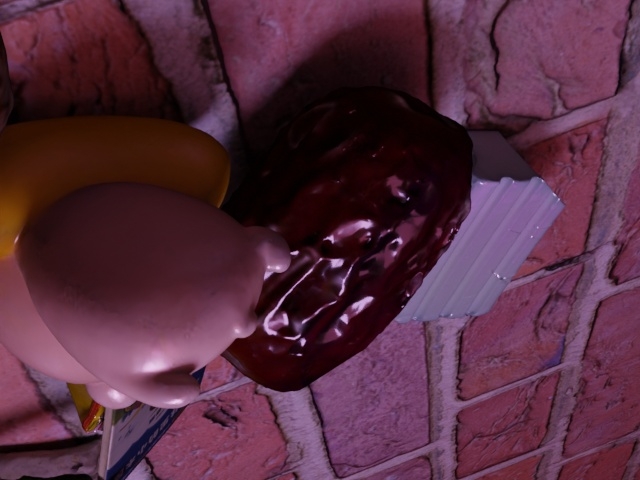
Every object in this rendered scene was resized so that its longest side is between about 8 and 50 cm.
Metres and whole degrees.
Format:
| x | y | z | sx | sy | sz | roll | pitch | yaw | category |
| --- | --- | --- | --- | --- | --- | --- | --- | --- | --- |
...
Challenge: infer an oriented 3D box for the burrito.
| x | y | z | sx | sy | sz | roll | pitch | yaw | category |
| --- | --- | --- | --- | --- | --- | --- | --- | --- | --- |
| -0.401 | 0.333 | 1.442 | 0.226 | 0.087 | 0.060 | -5 | 151 | -33 | burrito |

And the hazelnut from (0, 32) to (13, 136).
| x | y | z | sx | sy | sz | roll | pitch | yaw | category |
| --- | --- | --- | --- | --- | --- | --- | --- | --- | --- |
| -0.344 | -0.112 | 0.769 | 0.181 | 0.181 | 0.212 | 21 | 115 | -4 | hazelnut |

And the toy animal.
| x | y | z | sx | sy | sz | roll | pitch | yaw | category |
| --- | --- | --- | --- | --- | --- | --- | --- | --- | --- |
| -0.189 | 0.033 | 0.964 | 0.277 | 0.345 | 0.246 | -38 | 150 | -44 | toy animal |

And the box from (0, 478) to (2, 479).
| x | y | z | sx | sy | sz | roll | pitch | yaw | category |
| --- | --- | --- | --- | --- | --- | --- | --- | --- | --- |
| -0.519 | 0.328 | 1.226 | 0.229 | 0.050 | 0.123 | -31 | 153 | -5 | box |

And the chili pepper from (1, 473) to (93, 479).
| x | y | z | sx | sy | sz | roll | pitch | yaw | category |
| --- | --- | --- | --- | --- | --- | --- | --- | --- | --- |
| -0.406 | 0.343 | 1.305 | 0.359 | 0.084 | 0.076 | 0 | 136 | 17 | chili pepper |

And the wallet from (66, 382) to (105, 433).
| x | y | z | sx | sy | sz | roll | pitch | yaw | category |
| --- | --- | --- | --- | --- | --- | --- | --- | --- | --- |
| -0.255 | 0.110 | 1.171 | 0.067 | 0.141 | 0.241 | -10 | 145 | -30 | wallet |

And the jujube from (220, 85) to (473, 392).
| x | y | z | sx | sy | sz | roll | pitch | yaw | category |
| --- | --- | --- | --- | --- | --- | --- | --- | --- | --- |
| 0.000 | 0.000 | 1.094 | 0.258 | 0.258 | 0.376 | 9 | 121 | -40 | jujube |

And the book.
| x | y | z | sx | sy | sz | roll | pitch | yaw | category |
| --- | --- | --- | --- | --- | --- | --- | --- | --- | --- |
| -0.205 | 0.198 | 1.293 | 0.228 | 0.018 | 0.322 | -49 | 168 | -35 | book |

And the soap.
| x | y | z | sx | sy | sz | roll | pitch | yaw | category |
| --- | --- | --- | --- | --- | --- | --- | --- | --- | --- |
| 0.197 | -0.013 | 1.329 | 0.173 | 0.095 | 0.289 | -3 | 141 | -28 | soap |
